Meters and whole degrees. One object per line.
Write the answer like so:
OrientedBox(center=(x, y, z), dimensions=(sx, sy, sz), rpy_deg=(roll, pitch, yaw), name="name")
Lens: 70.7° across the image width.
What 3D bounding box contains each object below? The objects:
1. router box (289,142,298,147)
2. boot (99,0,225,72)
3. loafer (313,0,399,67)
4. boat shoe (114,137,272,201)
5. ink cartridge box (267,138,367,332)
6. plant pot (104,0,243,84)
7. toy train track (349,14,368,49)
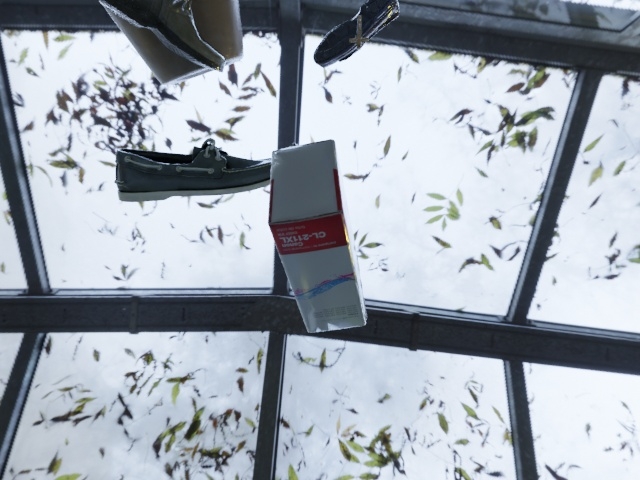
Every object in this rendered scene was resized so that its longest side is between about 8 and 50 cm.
OrientedBox(center=(-0.061, -0.196, 1.325), dimensions=(0.133, 0.179, 0.046), rpy_deg=(-42, -123, 20), name="router box")
OrientedBox(center=(-0.233, -0.412, 0.772), dimensions=(0.083, 0.246, 0.161), rpy_deg=(33, -83, 41), name="boot")
OrientedBox(center=(0.117, -0.629, 1.386), dimensions=(0.302, 0.095, 0.109), rpy_deg=(-37, -120, 17), name="loafer")
OrientedBox(center=(-0.218, -0.137, 0.835), dimensions=(0.319, 0.116, 0.099), rpy_deg=(-7, -73, -5), name="boat shoe")
OrientedBox(center=(0.000, 0.000, 0.501), dimensions=(0.072, 0.175, 0.127), rpy_deg=(-10, -137, 5), name="ink cartridge box")
OrientedBox(center=(-0.293, -0.489, 0.928), dimensions=(0.323, 0.323, 0.281), rpy_deg=(-21, -70, -3), name="plant pot")
OrientedBox(center=(0.095, -0.503, 1.100), dimensions=(0.048, 0.083, 0.014), rpy_deg=(-3, -131, 1), name="toy train track")
